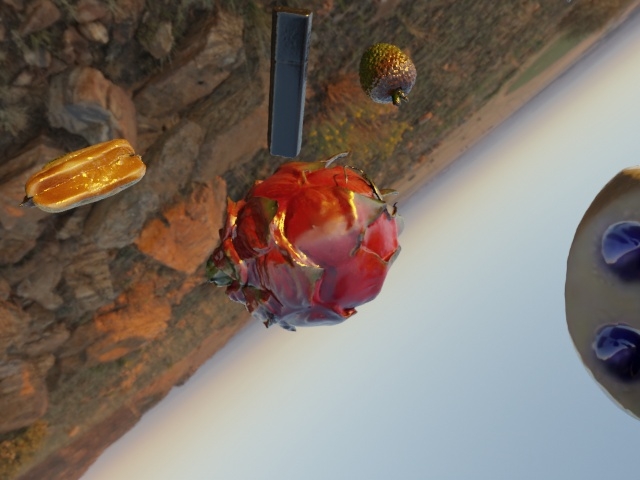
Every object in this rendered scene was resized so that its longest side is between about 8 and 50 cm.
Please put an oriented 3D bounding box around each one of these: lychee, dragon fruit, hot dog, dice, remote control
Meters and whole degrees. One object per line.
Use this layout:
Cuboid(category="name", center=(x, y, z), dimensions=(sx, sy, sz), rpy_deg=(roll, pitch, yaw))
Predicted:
Cuboid(category="lychee", center=(0.137, -0.336, 1.047), dimensions=(0.114, 0.147, 0.114), rpy_deg=(-25, 164, -8))
Cuboid(category="dragon fruit", center=(0.000, 0.000, 0.587), dimensions=(0.274, 0.192, 0.193), rpy_deg=(-22, -163, -24))
Cuboid(category="hot dog", center=(-0.233, -0.063, 0.505), dimensions=(0.041, 0.056, 0.133), rpy_deg=(-25, -172, 45))
Cuboid(category="dice", center=(0.431, 0.050, 0.510), dimensions=(0.259, 0.252, 0.243), rpy_deg=(-10, -166, -30))
Cuboid(category="remote control", center=(-0.053, -0.246, 0.823), dimensions=(0.025, 0.063, 0.245), rpy_deg=(-85, -179, -50))
